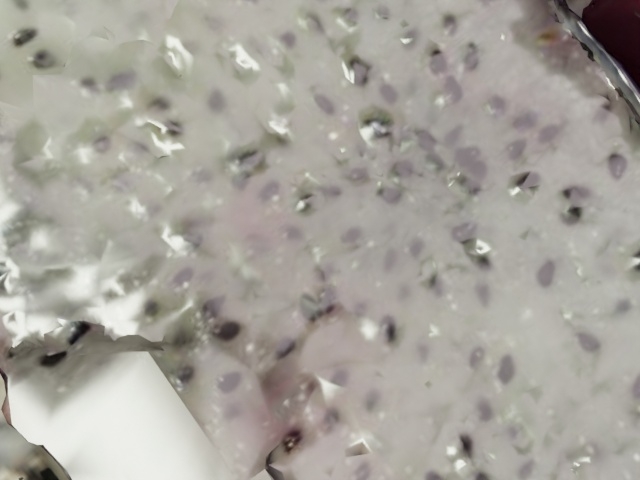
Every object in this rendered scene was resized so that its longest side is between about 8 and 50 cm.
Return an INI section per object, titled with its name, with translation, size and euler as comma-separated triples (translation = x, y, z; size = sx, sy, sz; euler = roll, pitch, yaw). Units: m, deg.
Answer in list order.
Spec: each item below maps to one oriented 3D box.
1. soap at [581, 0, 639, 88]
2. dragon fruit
[soap]
translation = 0.284, -0.051, 0.546
size = 0.325, 0.220, 0.127
euler = 40, 78, -1
[dragon fruit]
translation = 0.000, 0.000, 0.460
size = 0.204, 0.221, 0.283
euler = -35, 88, 0
